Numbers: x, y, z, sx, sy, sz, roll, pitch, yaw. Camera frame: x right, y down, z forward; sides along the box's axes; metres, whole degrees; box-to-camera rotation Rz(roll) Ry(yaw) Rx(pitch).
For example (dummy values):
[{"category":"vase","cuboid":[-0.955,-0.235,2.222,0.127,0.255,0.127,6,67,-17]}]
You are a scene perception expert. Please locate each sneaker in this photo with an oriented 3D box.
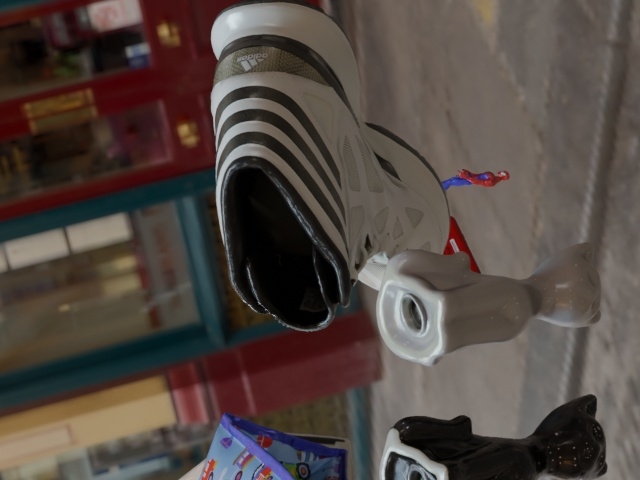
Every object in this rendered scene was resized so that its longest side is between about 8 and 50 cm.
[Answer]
[{"category":"sneaker","cuboid":[-0.001,0.000,1.366,0.447,0.169,0.257,53,-143,-52]}]

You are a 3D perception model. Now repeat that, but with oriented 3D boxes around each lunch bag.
[{"category":"lunch bag","cuboid":[-0.045,0.301,1.243,0.293,0.138,0.221,-151,79,-79]}]

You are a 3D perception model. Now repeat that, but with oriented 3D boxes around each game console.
[{"category":"game console","cuboid":[0.167,0.057,2.005,0.085,0.124,0.144,56,-171,-39]}]

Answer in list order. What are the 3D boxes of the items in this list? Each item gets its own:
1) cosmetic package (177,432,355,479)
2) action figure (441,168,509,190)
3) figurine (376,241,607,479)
[{"category":"cosmetic package","cuboid":[-0.083,0.337,1.745,0.296,0.153,0.129,137,134,-55]},{"category":"action figure","cuboid":[0.193,-0.081,1.877,0.038,0.115,0.030,-30,-63,-73]},{"category":"figurine","cuboid":[0.151,0.107,1.128,0.092,0.209,0.214,8,101,55]}]
